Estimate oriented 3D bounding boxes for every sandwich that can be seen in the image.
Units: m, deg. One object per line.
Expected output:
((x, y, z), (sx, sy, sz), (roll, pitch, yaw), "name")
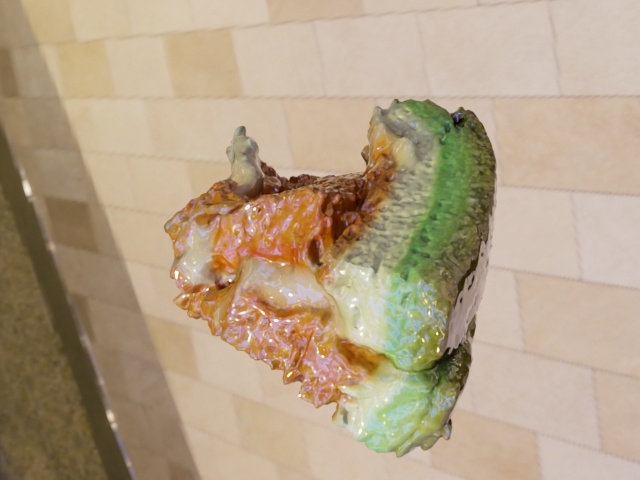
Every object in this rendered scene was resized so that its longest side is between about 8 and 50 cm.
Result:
((0.000, 0.005, 0.559), (0.185, 0.159, 0.109), (-81, -2, -60), "sandwich")
